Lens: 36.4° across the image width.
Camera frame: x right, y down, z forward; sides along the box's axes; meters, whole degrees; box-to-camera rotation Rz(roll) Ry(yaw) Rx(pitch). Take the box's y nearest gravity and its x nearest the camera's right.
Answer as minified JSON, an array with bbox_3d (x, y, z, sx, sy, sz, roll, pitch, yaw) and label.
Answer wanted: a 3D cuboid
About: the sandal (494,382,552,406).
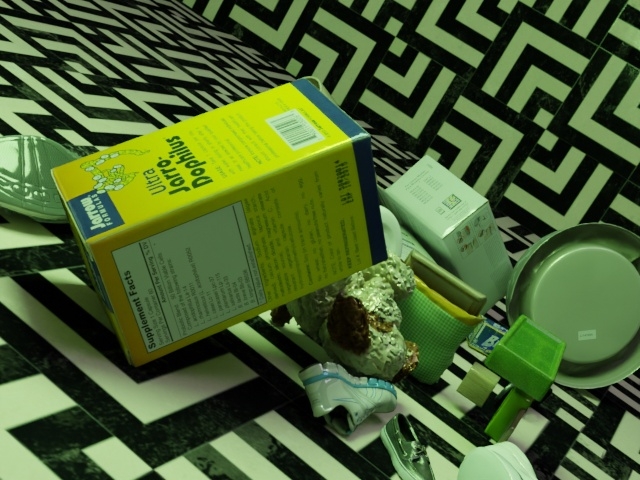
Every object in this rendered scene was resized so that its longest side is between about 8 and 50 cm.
[{"bbox_3d":[0.373,0.281,1.739,0.179,0.067,0.040,16,33,-49],"label":"sandal"}]

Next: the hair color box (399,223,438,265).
[{"bbox_3d":[0.139,0.056,1.919,0.174,0.105,0.347,24,17,-28],"label":"hair color box"}]

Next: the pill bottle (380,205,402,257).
[{"bbox_3d":[0.000,0.000,1.672,0.264,0.146,0.146,8,-3,44],"label":"pill bottle"}]

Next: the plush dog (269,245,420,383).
[{"bbox_3d":[0.039,0.111,1.422,0.262,0.210,0.225,34,16,-48],"label":"plush dog"}]

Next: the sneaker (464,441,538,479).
[{"bbox_3d":[0.279,0.359,1.337,0.094,0.080,0.212,3,22,-36],"label":"sneaker"}]

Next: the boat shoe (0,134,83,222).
[{"bbox_3d":[-0.384,-0.076,1.417,0.320,0.103,0.118,2,71,-53],"label":"boat shoe"}]

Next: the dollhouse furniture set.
[{"bbox_3d":[0.200,0.178,1.526,0.301,0.197,0.151,34,26,12],"label":"dollhouse furniture set"}]

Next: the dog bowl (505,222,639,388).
[{"bbox_3d":[0.550,0.130,2.047,0.349,0.348,0.102,28,4,-10],"label":"dog bowl"}]

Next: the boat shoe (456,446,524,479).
[{"bbox_3d":[0.261,0.375,1.170,0.102,0.108,0.301,21,21,-30],"label":"boat shoe"}]

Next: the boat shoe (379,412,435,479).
[{"bbox_3d":[0.121,0.285,1.307,0.049,0.040,0.142,21,18,-31],"label":"boat shoe"}]

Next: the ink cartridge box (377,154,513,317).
[{"bbox_3d":[0.267,-0.023,2.110,0.272,0.130,0.309,44,-10,41],"label":"ink cartridge box"}]

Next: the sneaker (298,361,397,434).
[{"bbox_3d":[0.041,0.228,1.328,0.191,0.071,0.083,23,48,-46],"label":"sneaker"}]

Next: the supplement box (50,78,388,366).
[{"bbox_3d":[-0.123,-0.032,1.223,0.357,0.194,0.195,-22,38,-15],"label":"supplement box"}]

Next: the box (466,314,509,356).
[{"bbox_3d":[0.377,0.217,1.944,0.169,0.059,0.054,29,14,-7],"label":"box"}]

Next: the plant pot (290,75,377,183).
[{"bbox_3d":[-0.003,-0.188,2.225,0.274,0.256,0.256,40,10,-28],"label":"plant pot"}]
